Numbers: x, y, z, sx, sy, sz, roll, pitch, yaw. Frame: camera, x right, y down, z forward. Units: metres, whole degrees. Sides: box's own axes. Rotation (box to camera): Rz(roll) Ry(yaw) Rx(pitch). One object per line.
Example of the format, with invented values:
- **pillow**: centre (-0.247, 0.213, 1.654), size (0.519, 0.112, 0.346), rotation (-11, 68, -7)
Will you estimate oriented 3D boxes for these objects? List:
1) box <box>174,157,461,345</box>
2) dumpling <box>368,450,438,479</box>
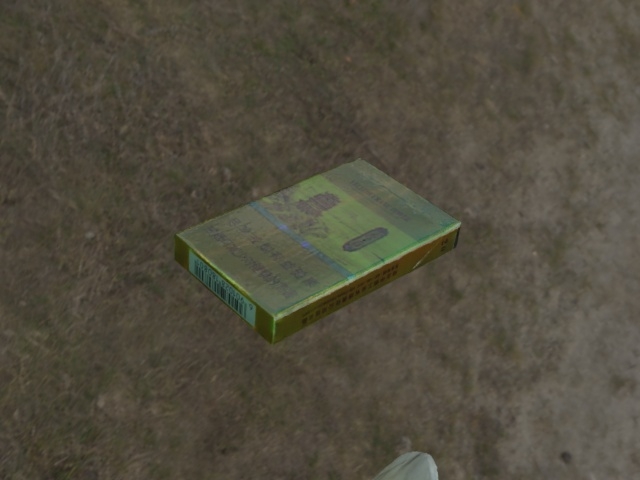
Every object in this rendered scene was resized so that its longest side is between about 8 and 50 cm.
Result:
- **box**: centre (0.000, 0.000, 0.726), size (0.193, 0.030, 0.121), rotation (-24, 46, -35)
- **dumpling**: centre (0.063, 0.393, 1.304), size (0.187, 0.318, 0.243), rotation (32, 71, -17)
